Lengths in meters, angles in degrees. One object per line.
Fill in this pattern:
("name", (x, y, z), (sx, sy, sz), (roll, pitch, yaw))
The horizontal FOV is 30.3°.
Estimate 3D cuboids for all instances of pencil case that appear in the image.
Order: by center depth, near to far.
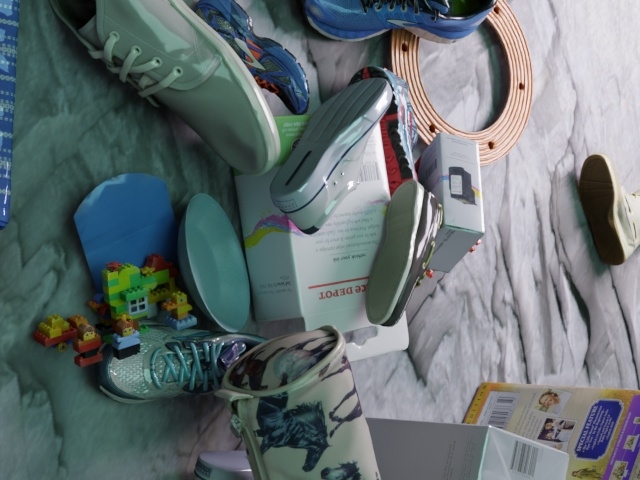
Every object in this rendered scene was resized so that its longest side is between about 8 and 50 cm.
("pencil case", (-0.013, 0.320, 1.527), (0.183, 0.160, 0.411), (-23, 112, -23))

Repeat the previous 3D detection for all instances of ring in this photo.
("ring", (0.236, -0.289, 1.990), (0.336, 0.032, 0.337), (5, 82, -37))

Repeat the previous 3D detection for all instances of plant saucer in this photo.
("plant saucer", (-0.152, 0.034, 1.603), (0.195, 0.037, 0.195), (-15, 90, -72))

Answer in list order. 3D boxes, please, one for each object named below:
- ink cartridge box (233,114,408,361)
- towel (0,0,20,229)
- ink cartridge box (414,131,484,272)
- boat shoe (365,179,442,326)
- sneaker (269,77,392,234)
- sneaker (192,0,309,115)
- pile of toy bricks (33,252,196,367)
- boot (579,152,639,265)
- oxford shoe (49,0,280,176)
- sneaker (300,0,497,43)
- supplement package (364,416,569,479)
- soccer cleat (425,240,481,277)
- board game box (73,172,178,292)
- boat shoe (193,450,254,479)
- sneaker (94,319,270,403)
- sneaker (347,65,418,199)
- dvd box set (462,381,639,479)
("ink cartridge box", (0.000, 0.000, 1.712), (0.207, 0.119, 0.354), (-7, 89, -40))
("towel", (-0.474, -0.186, 1.407), (0.243, 0.040, 0.336), (7, 81, -39))
("ink cartridge box", (0.190, -0.056, 1.825), (0.072, 0.127, 0.175), (12, 56, -17))
("boat shoe", (0.125, 0.025, 1.682), (0.068, 0.081, 0.228), (31, 62, -31))
("sneaker", (0.022, -0.117, 1.623), (0.258, 0.094, 0.091), (-52, 133, -26))
("sneaker", (-0.105, -0.251, 1.672), (0.221, 0.083, 0.087), (43, 74, 1))
("pile of toy bricks", (-0.251, 0.073, 1.496), (0.212, 0.118, 0.105), (-18, 115, -37))
("boot", (0.567, -0.080, 2.203), (0.165, 0.077, 0.213), (-27, 107, -37))
("oxford shoe", (-0.224, -0.249, 1.535), (0.449, 0.169, 0.130), (51, 54, -14))
("sneaker", (0.124, -0.382, 1.813), (0.329, 0.147, 0.130), (-3, 81, -24))
("supplement package", (0.179, 0.362, 1.705), (0.177, 0.293, 0.175), (24, 71, -35))
("soccer cleat", (0.172, 0.016, 1.891), (0.196, 0.068, 0.076), (-29, 74, -30))
("board game box", (-0.257, -0.012, 1.558), (0.133, 0.033, 0.169), (-27, 122, -26))
("boat shoe", (-0.071, 0.345, 1.650), (0.258, 0.095, 0.084), (12, 98, -34))
("sneaker", (-0.161, 0.156, 1.565), (0.283, 0.122, 0.110), (0, 85, -39))
("sneaker", (0.118, -0.138, 1.826), (0.125, 0.104, 0.262), (-12, 99, -59))
("dvd box set", (0.357, 0.361, 1.767), (0.062, 0.420, 0.308), (44, 60, -30))
